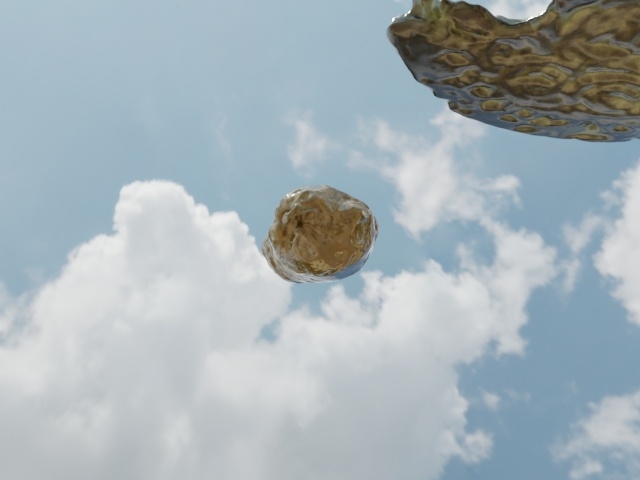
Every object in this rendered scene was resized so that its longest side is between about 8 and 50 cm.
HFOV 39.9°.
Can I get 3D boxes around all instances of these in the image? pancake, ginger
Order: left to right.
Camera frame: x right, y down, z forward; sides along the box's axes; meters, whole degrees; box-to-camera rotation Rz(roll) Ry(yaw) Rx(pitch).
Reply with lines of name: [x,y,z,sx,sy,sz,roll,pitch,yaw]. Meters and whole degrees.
ginger: [-0.002,-0.001,0.698,0.096,0.190,0.068,9,-97,1]
pancake: [0.171,-0.107,0.413,0.286,0.288,0.033,4,-105,18]
